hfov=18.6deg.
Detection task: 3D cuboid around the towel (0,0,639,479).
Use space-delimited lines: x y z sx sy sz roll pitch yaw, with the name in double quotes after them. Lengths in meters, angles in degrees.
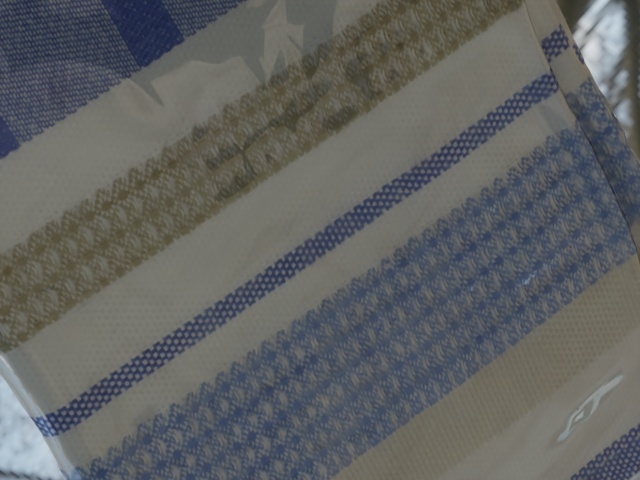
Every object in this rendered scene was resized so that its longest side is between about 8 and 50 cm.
0.000 0.000 0.593 0.285 0.209 0.034 60 166 -25 "towel"
